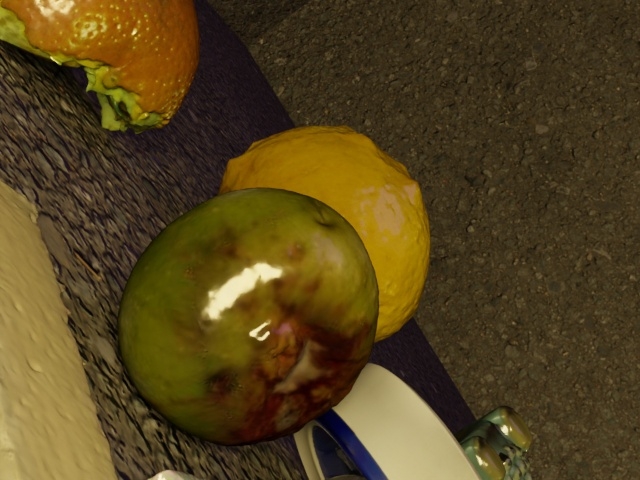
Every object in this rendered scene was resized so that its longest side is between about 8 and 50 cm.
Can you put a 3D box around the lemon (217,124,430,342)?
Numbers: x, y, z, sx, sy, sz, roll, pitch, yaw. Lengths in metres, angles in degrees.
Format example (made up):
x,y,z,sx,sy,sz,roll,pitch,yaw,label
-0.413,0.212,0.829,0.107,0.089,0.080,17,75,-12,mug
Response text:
x,y,z,sx,sy,sz,roll,pitch,yaw,label
0.000,0.000,1.089,0.233,0.233,0.288,51,9,-34,lemon

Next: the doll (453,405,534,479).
x,y,z,sx,sy,sz,roll,pitch,yaw,label
0.228,0.359,1.264,0.261,0.161,0.177,55,26,6,doll

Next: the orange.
x,y,z,sx,sy,sz,roll,pitch,yaw,label
-0.205,-0.212,0.963,0.179,0.158,0.237,41,-3,39,orange

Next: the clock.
x,y,z,sx,sy,sz,roll,pitch,yaw,label
0.065,0.213,0.829,0.230,0.083,0.230,52,-22,31,clock

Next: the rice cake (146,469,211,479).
x,y,z,sx,sy,sz,roll,pitch,yaw,label
-0.051,0.189,0.645,0.080,0.042,0.222,64,8,21,rice cake

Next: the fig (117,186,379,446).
x,y,z,sx,sy,sz,roll,pitch,yaw,label
-0.053,0.051,0.726,0.181,0.181,0.191,53,-16,-20,fig

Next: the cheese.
x,y,z,sx,sy,sz,roll,pitch,yaw,label
-0.125,0.074,0.446,0.085,0.034,0.400,50,4,-41,cheese

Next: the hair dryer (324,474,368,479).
x,y,z,sx,sy,sz,roll,pitch,yaw,label
0.055,0.309,0.714,0.272,0.091,0.236,69,5,-51,hair dryer
